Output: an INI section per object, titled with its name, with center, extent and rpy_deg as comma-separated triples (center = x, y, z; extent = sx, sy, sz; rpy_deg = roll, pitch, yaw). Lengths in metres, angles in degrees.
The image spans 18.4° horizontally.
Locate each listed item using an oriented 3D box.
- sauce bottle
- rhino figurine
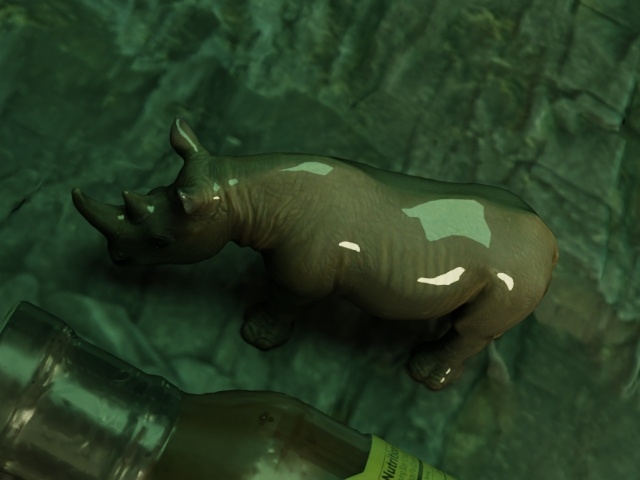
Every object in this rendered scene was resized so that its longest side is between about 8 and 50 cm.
[sauce bottle]
center = 0.007, 0.137, 0.832
extent = 0.344, 0.111, 0.111
rpy_deg = 27, 48, -3
[rhino figurine]
center = 0.000, 0.000, 0.932
extent = 0.243, 0.106, 0.073
rpy_deg = 13, 50, -18
